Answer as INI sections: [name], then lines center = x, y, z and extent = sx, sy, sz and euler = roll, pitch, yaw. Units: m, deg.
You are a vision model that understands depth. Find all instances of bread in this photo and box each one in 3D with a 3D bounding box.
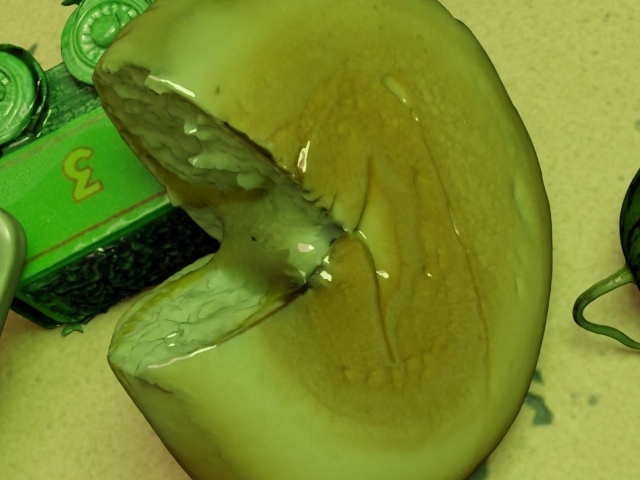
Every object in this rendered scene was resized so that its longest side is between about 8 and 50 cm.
[bread]
center = 0.000, 0.000, 0.724
extent = 0.160, 0.333, 0.333
euler = -6, 60, 54

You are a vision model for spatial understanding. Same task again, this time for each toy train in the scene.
[toy train]
center = -0.150, -0.061, 0.857
extent = 0.243, 0.132, 0.188
euler = -28, 69, 4

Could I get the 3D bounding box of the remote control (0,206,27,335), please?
[remote control]
center = -0.264, 0.115, 0.796
extent = 0.090, 0.038, 0.309
euler = 27, 102, 23

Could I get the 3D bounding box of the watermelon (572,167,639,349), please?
[watermelon]
center = 0.235, 0.003, 0.727
extent = 0.187, 0.141, 0.141
euler = -26, 64, 7
